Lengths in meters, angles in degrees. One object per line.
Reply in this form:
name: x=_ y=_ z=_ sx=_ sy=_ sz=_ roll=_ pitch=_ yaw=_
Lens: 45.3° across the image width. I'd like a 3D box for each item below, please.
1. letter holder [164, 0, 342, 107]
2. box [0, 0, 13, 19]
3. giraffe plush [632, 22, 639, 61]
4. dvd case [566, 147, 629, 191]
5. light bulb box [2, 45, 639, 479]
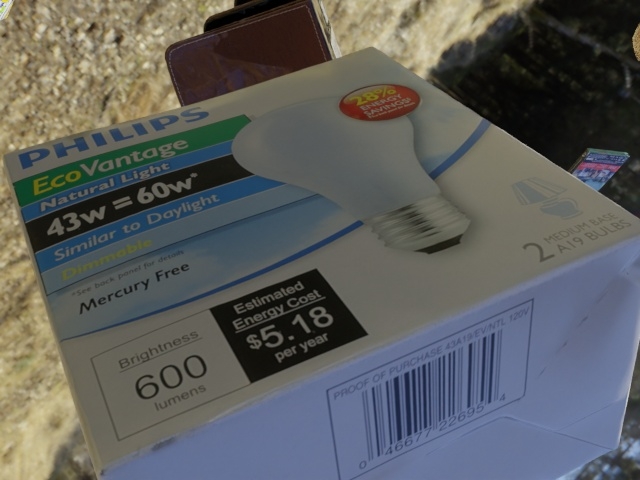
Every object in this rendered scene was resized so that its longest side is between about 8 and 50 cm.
letter holder: x=-0.063 y=-0.187 z=1.080 sx=0.215 sy=0.301 sz=0.152 roll=-16 pitch=-148 yaw=11
box: x=-0.470 y=-0.398 z=1.121 sx=0.169 sy=0.054 sz=0.059 roll=-47 pitch=-171 yaw=34
giraffe plush: x=0.463 y=-0.212 z=0.819 sx=0.210 sy=0.181 sz=0.170 roll=-14 pitch=-166 yaw=36
dvd case: x=0.452 y=-0.108 z=1.299 sx=0.087 sy=0.013 sz=0.119 roll=2 pitch=141 yaw=-23
light bulb box: x=-0.016 y=0.046 z=0.602 sx=0.358 sy=0.361 sz=0.225 roll=-21 pitch=129 yaw=-18
